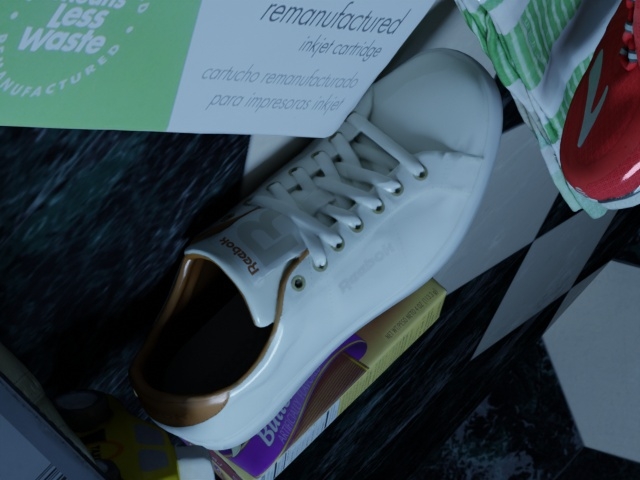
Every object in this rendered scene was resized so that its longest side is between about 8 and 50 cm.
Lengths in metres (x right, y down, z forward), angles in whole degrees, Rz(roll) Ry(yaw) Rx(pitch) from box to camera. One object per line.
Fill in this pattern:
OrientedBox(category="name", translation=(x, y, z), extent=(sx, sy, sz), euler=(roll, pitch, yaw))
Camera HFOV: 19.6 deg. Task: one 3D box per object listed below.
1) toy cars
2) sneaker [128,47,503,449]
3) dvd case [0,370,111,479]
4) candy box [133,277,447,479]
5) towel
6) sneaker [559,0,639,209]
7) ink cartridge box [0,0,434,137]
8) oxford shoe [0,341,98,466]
OrientedBox(category="toy cars", translation=(-0.108, 0.190, 1.124), extent=(0.087, 0.176, 0.394), euler=(-7, 158, -8))
OrientedBox(category="sneaker", translation=(0.000, 0.000, 1.082), extent=(0.290, 0.106, 0.123), euler=(-52, 158, -2))
OrientedBox(category="dvd case", translation=(-0.200, 0.122, 0.622), extent=(0.239, 0.179, 0.029), euler=(-46, 179, -7))
OrientedBox(category="candy box", translation=(-0.020, 0.067, 1.212), extent=(0.186, 0.109, 0.053), euler=(-42, 166, -18))
OrientedBox(category="towel", translation=(0.207, -0.160, 1.127), extent=(0.248, 0.038, 0.325), euler=(-46, 150, -1))
OrientedBox(category="sneaker", translation=(0.191, -0.148, 1.013), extent=(0.118, 0.107, 0.279), euler=(9, 118, -36))
OrientedBox(category="ink cartridge box", translation=(0.016, -0.194, 0.453), extent=(0.353, 0.119, 0.207), euler=(-53, 157, 22))
OrientedBox(category="oxford shoe", translation=(-0.166, 0.129, 0.828), extent=(0.140, 0.146, 0.397), euler=(-45, 167, -13))
